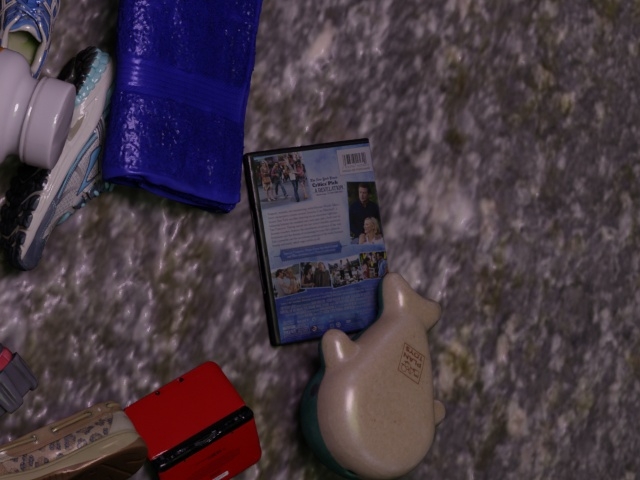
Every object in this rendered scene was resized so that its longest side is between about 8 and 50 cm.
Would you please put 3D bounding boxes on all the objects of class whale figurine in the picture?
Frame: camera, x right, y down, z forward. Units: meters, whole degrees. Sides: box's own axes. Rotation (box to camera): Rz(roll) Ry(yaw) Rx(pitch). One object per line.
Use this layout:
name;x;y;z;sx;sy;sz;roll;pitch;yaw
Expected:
whale figurine;0.067;0.179;2.006;0.216;0.141;0.272;35;58;-28

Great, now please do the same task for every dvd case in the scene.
dvd case;0.000;0.000;2.039;0.180;0.022;0.253;-9;91;-25

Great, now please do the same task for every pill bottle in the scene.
pill bottle;-0.406;-0.160;1.746;0.245;0.136;0.136;16;79;-1

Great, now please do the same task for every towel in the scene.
towel;-0.158;-0.199;1.898;0.227;0.076;0.308;16;76;-54

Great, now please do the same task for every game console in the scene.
game console;-0.160;0.245;1.949;0.144;0.085;0.124;-29;130;-24

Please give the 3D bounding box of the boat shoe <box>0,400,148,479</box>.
boat shoe;-0.345;0.268;1.821;0.285;0.105;0.089;-14;55;-31

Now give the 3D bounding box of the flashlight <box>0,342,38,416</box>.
flashlight;-0.452;0.079;1.769;0.103;0.103;0.304;-42;105;-21

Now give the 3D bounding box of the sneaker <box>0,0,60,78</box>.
sneaker;-0.344;-0.267;1.857;0.080;0.081;0.211;9;81;-23

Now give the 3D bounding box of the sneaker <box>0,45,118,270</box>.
sneaker;-0.282;-0.085;1.862;0.122;0.110;0.283;29;76;-27
